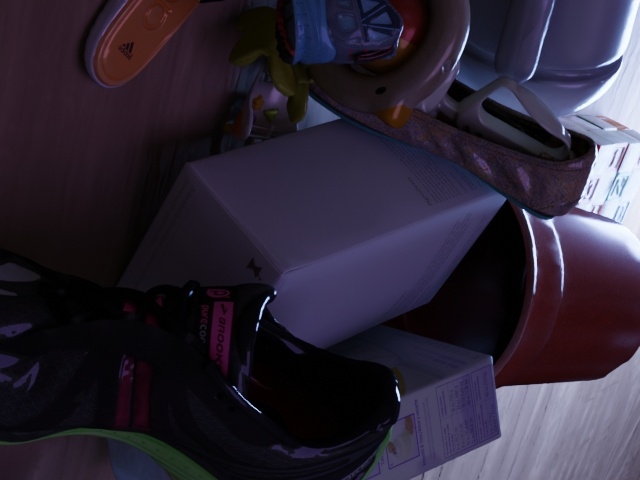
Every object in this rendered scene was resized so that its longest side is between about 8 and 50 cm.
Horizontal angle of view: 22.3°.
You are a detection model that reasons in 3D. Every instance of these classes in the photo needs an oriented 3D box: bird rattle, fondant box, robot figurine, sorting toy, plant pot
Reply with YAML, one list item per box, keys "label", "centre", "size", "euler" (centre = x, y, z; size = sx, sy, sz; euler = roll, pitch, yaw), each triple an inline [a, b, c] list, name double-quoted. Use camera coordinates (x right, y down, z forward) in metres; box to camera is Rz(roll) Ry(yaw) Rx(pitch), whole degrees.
- label: "bird rattle"
  centre: [0.049, -0.212, 1.490]
  size: [0.253, 0.207, 0.143]
  euler: [-53, 152, -1]
- label: "fondant box"
  centre: [-0.017, 0.185, 1.655]
  size: [0.330, 0.238, 0.096]
  euler: [-20, 110, -34]
- label: "robot figurine"
  centre: [0.236, -0.275, 1.699]
  size: [0.300, 0.200, 0.353]
  euler: [-56, 160, -53]
- label: "sorting toy"
  centre: [-0.054, -0.132, 1.570]
  size: [0.083, 0.045, 0.075]
  euler: [5, 106, -58]
- label: "plant pot"
  centre: [0.225, 0.055, 1.859]
  size: [0.265, 0.272, 0.272]
  euler: [7, 112, -42]

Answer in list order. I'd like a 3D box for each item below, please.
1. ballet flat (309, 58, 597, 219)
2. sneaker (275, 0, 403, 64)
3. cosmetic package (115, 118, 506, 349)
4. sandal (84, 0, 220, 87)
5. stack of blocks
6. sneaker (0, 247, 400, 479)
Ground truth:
- label: "ballet flat"
  centre: [0.136, -0.134, 1.609]
  size: [0.106, 0.316, 0.107]
  euler: [-56, -166, 40]
- label: "sneaker"
  centre: [0.028, -0.257, 1.400]
  size: [0.104, 0.125, 0.261]
  euler: [110, -15, -64]
- label: "cosmetic package"
  centre: [0.000, 0.000, 1.612]
  size: [0.366, 0.155, 0.197]
  euler: [-18, 151, -47]
- label: "sandal"
  centre: [-0.094, -0.228, 1.383]
  size: [0.265, 0.076, 0.102]
  euler: [-56, 150, -5]
- label: "stack of blocks"
  centre: [0.306, -0.066, 2.112]
  size: [0.297, 0.087, 0.171]
  euler: [-8, 124, -53]
- label: "sneaker"
  centre: [-0.143, 0.085, 1.340]
  size: [0.483, 0.185, 0.202]
  euler: [20, 134, -28]
